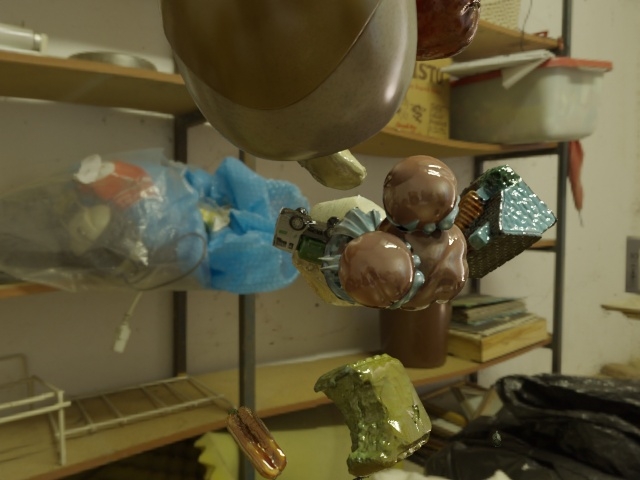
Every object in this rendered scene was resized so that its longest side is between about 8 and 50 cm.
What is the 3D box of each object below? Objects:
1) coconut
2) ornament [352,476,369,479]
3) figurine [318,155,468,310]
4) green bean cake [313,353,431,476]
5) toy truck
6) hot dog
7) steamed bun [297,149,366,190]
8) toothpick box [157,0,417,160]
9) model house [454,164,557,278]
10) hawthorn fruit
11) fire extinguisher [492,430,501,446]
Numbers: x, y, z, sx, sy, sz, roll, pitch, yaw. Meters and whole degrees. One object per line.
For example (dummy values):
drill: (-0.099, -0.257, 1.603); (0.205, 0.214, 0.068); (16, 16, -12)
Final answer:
coconut: (0.091, 0.030, 1.651); (0.346, 0.346, 0.360); (1, -13, 30)
ornament: (0.093, 0.584, 1.237); (0.028, 0.125, 0.073); (30, -19, -27)
figurine: (0.132, 0.016, 1.027); (0.248, 0.276, 0.388); (31, -12, -16)
green bean cake: (0.124, 0.387, 1.226); (0.233, 0.236, 0.124); (-3, -29, -48)
toy truck: (0.000, 0.000, 1.372); (0.242, 0.125, 0.101); (17, 18, -2)
hot dog: (-0.197, 0.601, 1.613); (0.104, 0.076, 0.250); (-28, 56, -35)
steamed bun: (0.005, -0.192, 1.219); (0.110, 0.231, 0.212); (-40, -5, 10)
toothpick box: (-0.046, -0.378, 0.851); (0.409, 0.425, 0.409); (-10, 36, 8)
model house: (0.529, -0.022, 1.830); (0.339, 0.297, 0.360); (-34, -8, -42)
hawthorn fruit: (0.269, -0.563, 1.321); (0.262, 0.258, 0.258); (-33, -16, 32)
fire extinguisher: (0.572, 0.641, 1.747); (0.025, 0.038, 0.083); (7, -3, 17)
